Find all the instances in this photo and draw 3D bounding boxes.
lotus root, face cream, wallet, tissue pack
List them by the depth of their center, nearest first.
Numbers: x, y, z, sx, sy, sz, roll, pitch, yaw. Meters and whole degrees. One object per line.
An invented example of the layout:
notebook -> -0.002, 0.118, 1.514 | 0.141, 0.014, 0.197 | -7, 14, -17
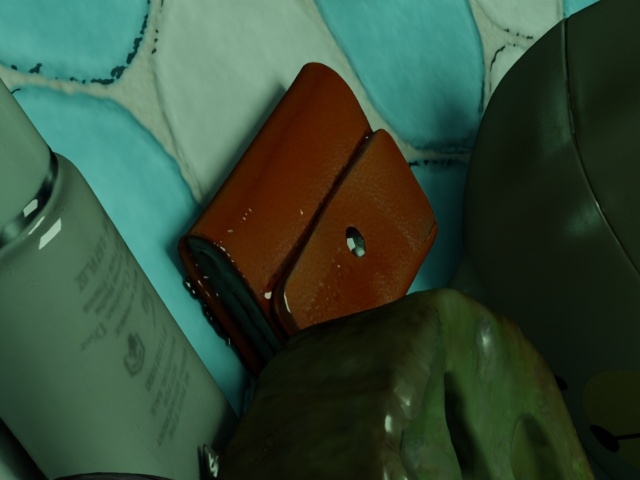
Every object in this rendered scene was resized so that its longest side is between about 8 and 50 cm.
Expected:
face cream -> -0.104, 0.054, 0.855 | 0.314, 0.089, 0.143 | 58, 29, -33
lotus root -> 0.077, 0.224, 0.968 | 0.375, 0.111, 0.390 | 9, 71, -62
wallet -> 0.000, 0.000, 1.079 | 0.142, 0.045, 0.204 | 57, 33, -19
tissue pack -> 0.267, 0.025, 1.276 | 0.387, 0.277, 0.267 | 50, 28, -30

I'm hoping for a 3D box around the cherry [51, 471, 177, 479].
cherry -> -0.075, 0.178, 0.731 | 0.195, 0.195, 0.195 | 35, 44, -43
